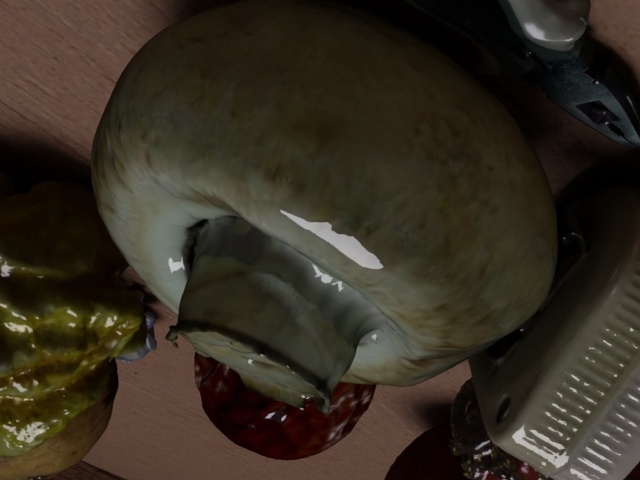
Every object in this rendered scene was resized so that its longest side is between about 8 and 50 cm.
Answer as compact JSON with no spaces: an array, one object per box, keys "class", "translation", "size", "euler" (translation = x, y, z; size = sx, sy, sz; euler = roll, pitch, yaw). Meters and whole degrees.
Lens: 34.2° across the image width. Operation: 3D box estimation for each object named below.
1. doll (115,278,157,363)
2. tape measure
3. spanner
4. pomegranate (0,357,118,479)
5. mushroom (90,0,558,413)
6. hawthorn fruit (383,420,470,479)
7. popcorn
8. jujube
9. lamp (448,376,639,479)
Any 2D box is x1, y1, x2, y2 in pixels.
[{"class":"doll","translation":[-0.285,0.127,1.531],"size":[0.102,0.075,0.227],"euler":[32,147,7]},{"class":"tape measure","translation":[0.213,0.046,0.843],"size":[0.133,0.231,0.271],"euler":[30,-166,-4]},{"class":"spanner","translation":[0.113,-0.150,0.660],"size":[0.325,0.040,0.095],"euler":[33,153,-31]},{"class":"pomegranate","translation":[-0.420,0.179,1.418],"size":[0.322,0.322,0.322],"euler":[14,157,6]},{"class":"mushroom","translation":[-0.004,-0.013,0.753],"size":[0.352,0.260,0.352],"euler":[21,157,10]},{"class":"hawthorn fruit","translation":[0.269,0.482,1.548],"size":[0.403,0.403,0.403],"euler":[14,157,6]},{"class":"popcorn","translation":[-0.330,0.088,1.156],"size":[0.321,0.326,0.290],"euler":[17,175,-19]},{"class":"jujube","translation":[-0.034,0.141,1.236],"size":[0.223,0.223,0.318],"euler":[19,150,-5]},{"class":"lamp","translation":[0.291,0.258,1.309],"size":[0.274,0.177,0.177],"euler":[28,155,-25]}]
